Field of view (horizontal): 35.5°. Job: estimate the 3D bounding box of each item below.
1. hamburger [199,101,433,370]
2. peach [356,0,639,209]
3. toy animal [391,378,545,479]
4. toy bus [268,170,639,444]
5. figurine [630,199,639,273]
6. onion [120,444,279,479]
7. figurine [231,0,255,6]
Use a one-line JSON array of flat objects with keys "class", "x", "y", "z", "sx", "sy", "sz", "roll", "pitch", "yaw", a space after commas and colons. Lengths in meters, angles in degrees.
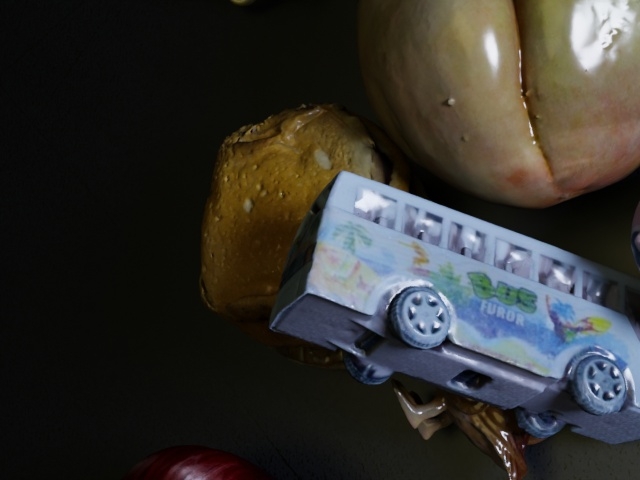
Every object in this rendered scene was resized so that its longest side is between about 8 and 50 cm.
[{"class": "hamburger", "x": 0.000, "y": 0.000, "z": 0.959, "sx": 0.244, "sy": 0.163, "sz": 0.245, "roll": -11, "pitch": 70, "yaw": 33}, {"class": "peach", "x": 0.174, "y": -0.166, "z": 0.841, "sx": 0.292, "sy": 0.247, "sz": 0.293, "roll": -1, "pitch": 80, "yaw": 8}, {"class": "toy animal", "x": 0.164, "y": 0.131, "z": 0.888, "sx": 0.179, "sy": 0.089, "sz": 0.188, "roll": -29, "pitch": 62, "yaw": 7}, {"class": "toy bus", "x": 0.132, "y": 0.062, "z": 0.801, "sx": 0.109, "sy": 0.329, "sz": 0.136, "roll": 132, "pitch": 154, "yaw": -59}, {"class": "figurine", "x": 0.360, "y": -0.034, "z": 0.781, "sx": 0.176, "sy": 0.186, "sz": 0.287, "roll": 44, "pitch": 82, "yaw": -10}, {"class": "onion", "x": -0.114, "y": 0.328, "z": 0.905, "sx": 0.273, "sy": 0.285, "sz": 0.273, "roll": 10, "pitch": 109, "yaw": 32}, {"class": "figurine", "x": -0.119, "y": -0.370, "z": 1.103, "sx": 0.263, "sy": 0.142, "sz": 0.190, "roll": 32, "pitch": 121, "yaw": 31}]
